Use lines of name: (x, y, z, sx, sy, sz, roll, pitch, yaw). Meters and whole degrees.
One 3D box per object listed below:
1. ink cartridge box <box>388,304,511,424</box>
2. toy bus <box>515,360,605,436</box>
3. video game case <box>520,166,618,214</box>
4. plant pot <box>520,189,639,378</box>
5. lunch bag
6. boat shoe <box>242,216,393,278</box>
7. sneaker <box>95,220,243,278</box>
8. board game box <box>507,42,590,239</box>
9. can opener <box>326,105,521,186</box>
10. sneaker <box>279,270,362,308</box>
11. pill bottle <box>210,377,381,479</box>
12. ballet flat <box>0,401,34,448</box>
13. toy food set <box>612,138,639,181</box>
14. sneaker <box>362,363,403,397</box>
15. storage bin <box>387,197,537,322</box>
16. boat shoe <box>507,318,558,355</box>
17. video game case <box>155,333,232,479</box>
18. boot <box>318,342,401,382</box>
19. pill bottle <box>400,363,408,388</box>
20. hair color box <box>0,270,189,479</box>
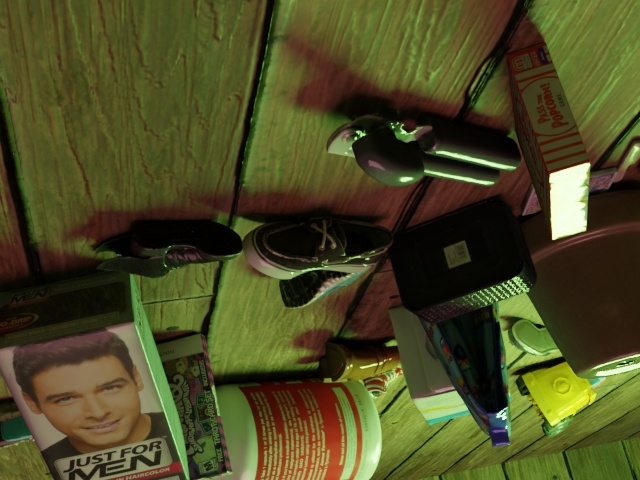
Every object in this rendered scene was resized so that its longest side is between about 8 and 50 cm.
ink cartridge box: (0.236, 0.210, 1.767, 0.168, 0.171, 0.232, -16, 158, 7)
toy bus: (0.596, 0.356, 2.374, 0.212, 0.149, 0.220, -31, 158, 2)
video game case: (0.348, -0.069, 1.386, 0.122, 0.011, 0.087, -12, 157, -4)
plant pot: (0.420, 0.078, 1.474, 0.263, 0.229, 0.263, -11, 160, -4)
lunch bag: (0.235, 0.177, 1.532, 0.138, 0.293, 0.221, -15, 158, 4)
boat shoe: (0.000, 0.000, 1.284, 0.219, 0.077, 0.070, -1, 153, -40)
sneaker: (-0.191, 0.014, 1.240, 0.170, 0.051, 0.089, 4, 152, -25)
board game box: (0.251, -0.103, 1.080, 0.045, 0.146, 0.193, -17, 156, 7)
can opener: (0.123, -0.093, 1.119, 0.280, 0.093, 0.074, 2, 152, -43)
sneaker: (0.011, 0.057, 1.432, 0.162, 0.063, 0.073, -26, 157, 29)
pill bottle: (-0.105, 0.389, 1.924, 0.408, 0.228, 0.229, 1, 153, -30)
ballet flat: (-0.566, 0.326, 1.724, 0.241, 0.091, 0.077, -3, 178, -14)
toy food set: (0.515, -0.091, 1.347, 0.218, 0.071, 0.128, -8, 157, -12)
sneaker: (0.136, 0.290, 2.031, 0.119, 0.067, 0.042, 1, 154, -31)
storage bin: (0.200, 0.031, 1.392, 0.180, 0.122, 0.084, -21, 156, 19)
boat shoe: (0.416, 0.207, 1.986, 0.065, 0.075, 0.206, -29, 157, 26)
video game case: (-0.267, 0.286, 1.590, 0.210, 0.232, 0.042, -14, 163, 4)
boot: (0.084, 0.221, 1.845, 0.153, 0.072, 0.197, -7, 169, -11)
pill bottle: (0.245, 0.252, 1.980, 0.152, 0.086, 0.086, -19, 157, 13)
hair color box: (-0.312, 0.221, 1.386, 0.186, 0.113, 0.374, -12, 132, -4)
